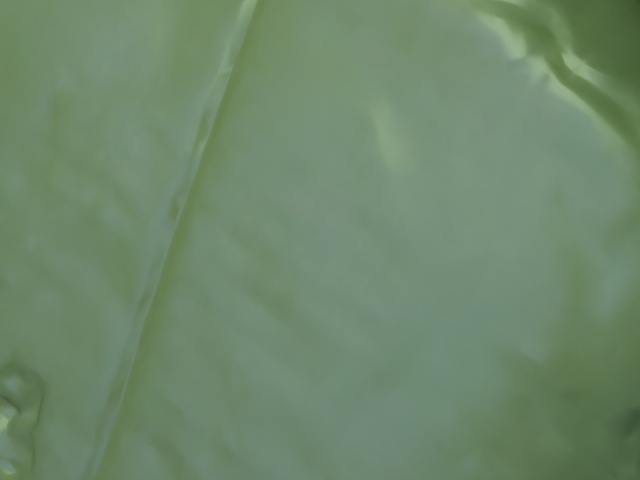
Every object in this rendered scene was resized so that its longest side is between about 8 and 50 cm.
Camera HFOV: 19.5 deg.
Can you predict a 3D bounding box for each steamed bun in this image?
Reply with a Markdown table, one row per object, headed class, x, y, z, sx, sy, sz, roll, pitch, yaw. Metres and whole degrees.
| class | x | y | z | sx | sy | sz | roll | pitch | yaw |
| --- | --- | --- | --- | --- | --- | --- | --- | --- | --- |
| steamed bun | 0.000 | 0.000 | 0.704 | 0.456 | 0.290 | 0.371 | 38 | 112 | 23 |
